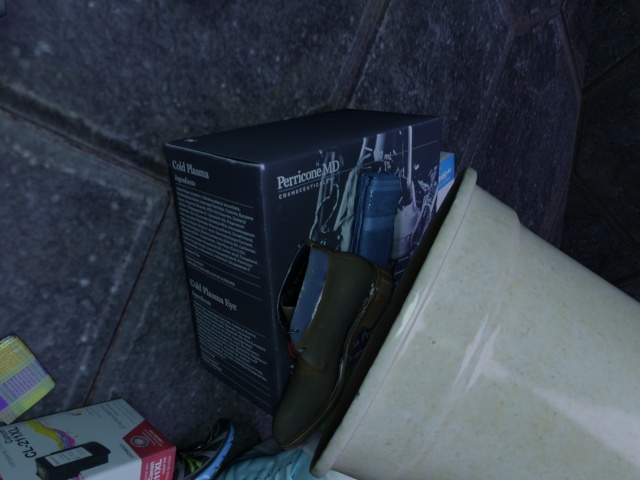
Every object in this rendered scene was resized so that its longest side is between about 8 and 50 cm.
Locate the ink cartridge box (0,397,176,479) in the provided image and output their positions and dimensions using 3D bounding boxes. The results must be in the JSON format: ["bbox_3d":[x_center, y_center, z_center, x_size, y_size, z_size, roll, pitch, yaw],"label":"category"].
[{"bbox_3d":[-0.259,0.237,0.473,0.175,0.127,0.072,4,100,-51],"label":"ink cartridge box"}]

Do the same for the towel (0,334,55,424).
[{"bbox_3d":[-0.311,0.138,0.468,0.060,0.009,0.083,-43,134,-32],"label":"towel"}]

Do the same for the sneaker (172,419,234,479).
[{"bbox_3d":[-0.184,0.306,0.636,0.188,0.078,0.067,-38,162,-52],"label":"sneaker"}]

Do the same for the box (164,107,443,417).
[{"bbox_3d":[0.000,0.000,0.649,0.343,0.178,0.313,-26,122,-42],"label":"box"}]

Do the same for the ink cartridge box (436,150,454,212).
[{"bbox_3d":[0.151,-0.057,0.830,0.086,0.148,0.203,-36,129,-37],"label":"ink cartridge box"}]

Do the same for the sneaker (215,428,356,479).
[{"bbox_3d":[-0.058,0.350,0.622,0.150,0.135,0.366,-26,168,-31],"label":"sneaker"}]

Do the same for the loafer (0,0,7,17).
[{"bbox_3d":[-0.307,-0.239,0.260,0.084,0.096,0.268,-46,137,-20],"label":"loafer"}]

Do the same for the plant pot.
[{"bbox_3d":[0.200,0.145,0.460,0.334,0.305,0.334,-60,171,-15],"label":"plant pot"}]

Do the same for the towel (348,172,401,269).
[{"bbox_3d":[0.062,-0.019,0.549,0.067,0.029,0.120,-7,108,-48],"label":"towel"}]

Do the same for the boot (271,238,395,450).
[{"bbox_3d":[-0.019,0.104,0.489,0.106,0.082,0.219,31,86,-26],"label":"boot"}]

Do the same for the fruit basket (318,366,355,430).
[{"bbox_3d":[0.083,0.431,0.877,0.392,0.282,0.392,3,87,-59],"label":"fruit basket"}]
